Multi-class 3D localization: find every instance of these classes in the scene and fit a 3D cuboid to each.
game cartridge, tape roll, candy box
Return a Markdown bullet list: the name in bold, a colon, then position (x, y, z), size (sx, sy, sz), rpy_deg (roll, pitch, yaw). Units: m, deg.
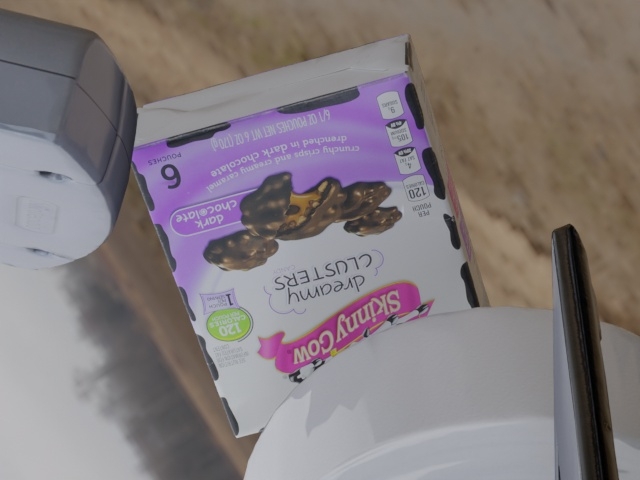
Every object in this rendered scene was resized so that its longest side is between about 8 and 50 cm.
- **game cartridge**: position (-0.178, -0.047, 0.817), size (0.297, 0.198, 0.062), rpy_deg (136, 142, -76)
- **tape roll**: position (0.094, 0.177, 1.021), size (0.100, 0.286, 0.286), rpy_deg (-90, -25, -57)
- **candy box**: position (0.000, 0.000, 1.121), size (0.070, 0.165, 0.196), rpy_deg (-87, -20, -64)

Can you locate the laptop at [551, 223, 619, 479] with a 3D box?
- **laptop**: position (0.007, 0.270, 0.782), size (0.382, 0.236, 0.408), rpy_deg (-87, -7, -56)
